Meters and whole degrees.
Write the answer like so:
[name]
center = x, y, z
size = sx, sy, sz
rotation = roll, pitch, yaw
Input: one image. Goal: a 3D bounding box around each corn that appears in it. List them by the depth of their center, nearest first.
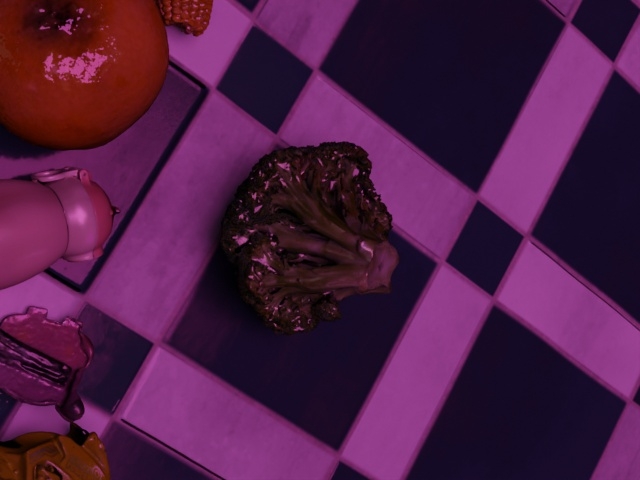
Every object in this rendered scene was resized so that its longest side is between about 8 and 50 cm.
[corn]
center = -0.200, -0.443, 1.717
size = 0.106, 0.106, 0.293
rotation = -1, 95, -29

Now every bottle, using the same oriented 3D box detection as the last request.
[bottle]
center = -0.388, -0.021, 1.601
size = 0.237, 0.148, 0.147
rotation = -16, 99, -36

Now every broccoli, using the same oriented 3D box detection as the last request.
[broccoli]
center = 0.000, 0.000, 1.746
size = 0.308, 0.275, 0.307
rotation = -24, 122, -44

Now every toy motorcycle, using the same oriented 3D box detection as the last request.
[toy motorcycle]
center = -0.412, 0.303, 1.578
size = 0.342, 0.206, 0.142
rotation = 27, 112, -17

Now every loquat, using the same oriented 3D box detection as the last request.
[loquat]
center = -0.331, -0.249, 1.560
size = 0.263, 0.263, 0.263
rotation = -1, 92, -29

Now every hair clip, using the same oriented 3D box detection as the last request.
[hair clip]
center = -0.400, 0.156, 1.626
size = 0.187, 0.056, 0.146
rotation = 26, 56, -19
